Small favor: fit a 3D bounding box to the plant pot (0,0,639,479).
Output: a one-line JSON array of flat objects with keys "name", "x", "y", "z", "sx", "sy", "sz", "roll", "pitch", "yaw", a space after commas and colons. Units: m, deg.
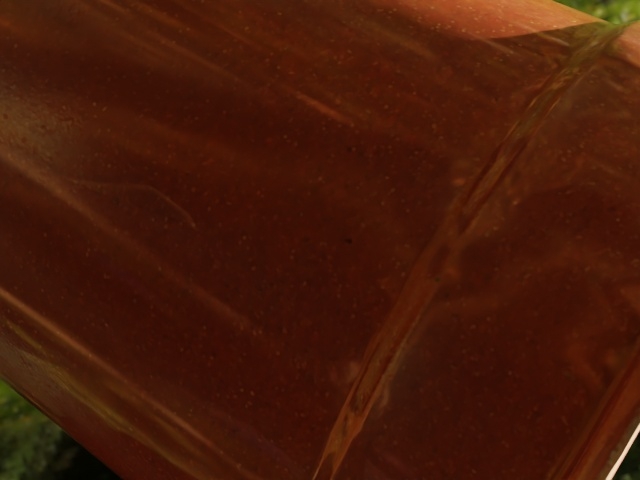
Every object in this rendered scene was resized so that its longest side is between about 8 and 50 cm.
[{"name": "plant pot", "x": 0.000, "y": 0.000, "z": 0.489, "sx": 0.272, "sy": 0.265, "sz": 0.272, "roll": -52, "pitch": 163, "yaw": -24}]
